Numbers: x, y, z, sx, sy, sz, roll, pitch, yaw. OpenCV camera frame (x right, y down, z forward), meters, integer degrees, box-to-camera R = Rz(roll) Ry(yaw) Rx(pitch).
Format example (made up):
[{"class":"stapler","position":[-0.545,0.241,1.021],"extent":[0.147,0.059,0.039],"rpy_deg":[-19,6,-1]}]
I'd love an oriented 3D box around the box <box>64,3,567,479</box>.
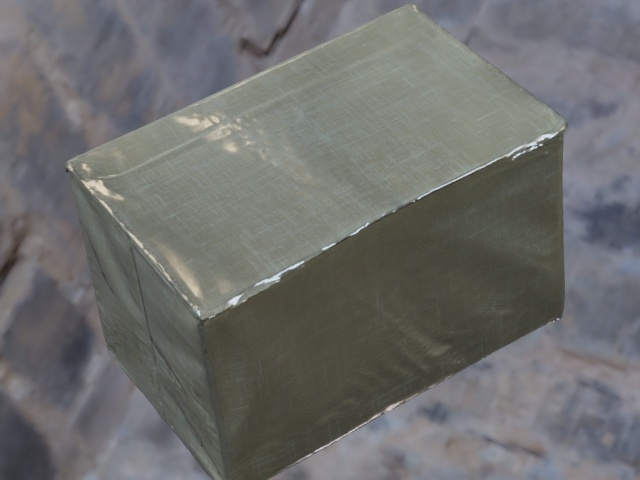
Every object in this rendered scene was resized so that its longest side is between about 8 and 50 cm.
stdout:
[{"class":"box","position":[0.000,0.000,0.993],"extent":[0.155,0.231,0.149],"rpy_deg":[43,151,39]}]
